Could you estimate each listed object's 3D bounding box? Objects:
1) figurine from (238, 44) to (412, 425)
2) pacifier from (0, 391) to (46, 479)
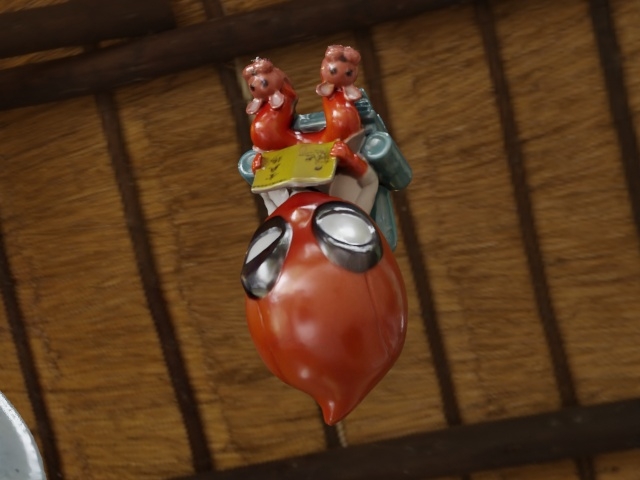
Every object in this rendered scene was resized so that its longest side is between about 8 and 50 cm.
[{"bbox_3d":[0.000,0.000,0.459,0.075,0.068,0.140,57,-153,-56],"label":"figurine"},{"bbox_3d":[-0.186,0.074,0.478,0.228,0.279,0.207,27,-70,-8],"label":"pacifier"}]
